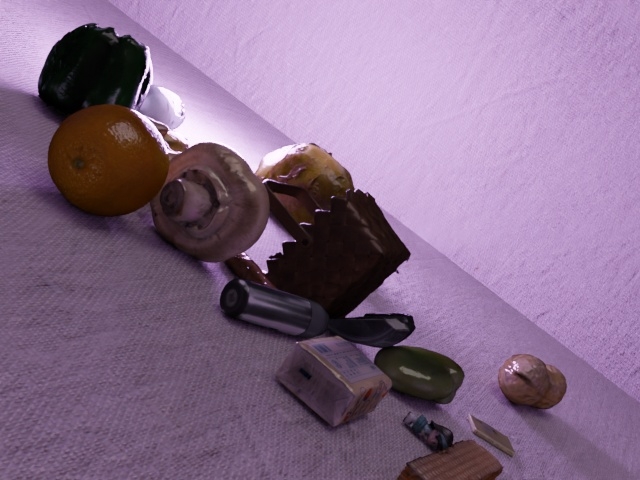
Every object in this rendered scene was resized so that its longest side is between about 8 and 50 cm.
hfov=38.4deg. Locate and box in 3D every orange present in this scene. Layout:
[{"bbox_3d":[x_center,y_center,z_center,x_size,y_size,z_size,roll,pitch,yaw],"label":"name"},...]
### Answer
[{"bbox_3d":[-0.404,-0.153,1.760,0.236,0.236,0.236,33,13,-8],"label":"orange"}]

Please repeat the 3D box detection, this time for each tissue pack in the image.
[{"bbox_3d":[0.028,0.249,1.653,0.148,0.092,0.196,39,14,21],"label":"tissue pack"}]

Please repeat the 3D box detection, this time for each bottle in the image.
[{"bbox_3d":[-0.089,0.134,1.812,0.254,0.079,0.096,21,12,-44],"label":"bottle"}]

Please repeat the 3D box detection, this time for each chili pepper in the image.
[{"bbox_3d":[-0.534,-0.389,2.231,0.249,0.256,0.233,26,3,-29],"label":"chili pepper"}]

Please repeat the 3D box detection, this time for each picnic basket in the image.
[{"bbox_3d":[0.000,0.000,2.052,0.321,0.291,0.254,51,17,14],"label":"picnic basket"}]

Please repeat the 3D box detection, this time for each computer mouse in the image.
[{"bbox_3d":[0.107,0.196,1.989,0.126,0.071,0.231,-3,-1,-44],"label":"computer mouse"}]

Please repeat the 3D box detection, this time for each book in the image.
[{"bbox_3d":[0.382,0.434,2.057,0.111,0.014,0.077,33,12,-10],"label":"book"}]

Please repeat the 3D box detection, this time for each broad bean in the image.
[{"bbox_3d":[0.213,0.285,1.996,0.169,0.100,0.228,34,11,35],"label":"broad bean"}]

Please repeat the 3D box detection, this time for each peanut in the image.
[{"bbox_3d":[0.577,0.383,2.491,0.313,0.149,0.149,20,19,-49],"label":"peanut"}]

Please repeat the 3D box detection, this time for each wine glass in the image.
[{"bbox_3d":[-0.489,-0.368,2.532,0.143,0.143,0.321,37,10,11],"label":"wine glass"}]

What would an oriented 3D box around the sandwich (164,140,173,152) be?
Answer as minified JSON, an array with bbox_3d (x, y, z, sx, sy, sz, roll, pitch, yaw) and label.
[{"bbox_3d":[-0.375,-0.186,2.201,0.185,0.109,0.160,32,15,-13],"label":"sandwich"}]

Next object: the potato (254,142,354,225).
[{"bbox_3d":[-0.038,-0.141,2.603,0.300,0.246,0.196,27,10,-10],"label":"potato"}]

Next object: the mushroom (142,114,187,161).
[{"bbox_3d":[-0.415,-0.185,2.032,0.286,0.156,0.151,21,26,-5],"label":"mushroom"}]

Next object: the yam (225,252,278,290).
[{"bbox_3d":[-0.150,0.069,1.956,0.057,0.056,0.241,22,18,-45],"label":"yam"}]

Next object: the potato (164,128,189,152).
[{"bbox_3d":[-0.410,-0.263,2.479,0.091,0.070,0.138,41,14,29],"label":"potato"}]

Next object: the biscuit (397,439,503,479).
[{"bbox_3d":[0.239,0.420,1.648,0.094,0.054,0.379,41,14,22],"label":"biscuit"}]

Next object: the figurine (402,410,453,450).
[{"bbox_3d":[0.212,0.373,1.792,0.106,0.047,0.060,31,-25,19],"label":"figurine"}]

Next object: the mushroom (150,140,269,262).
[{"bbox_3d":[-0.241,-0.083,1.883,0.260,0.253,0.234,-5,-9,17],"label":"mushroom"}]
